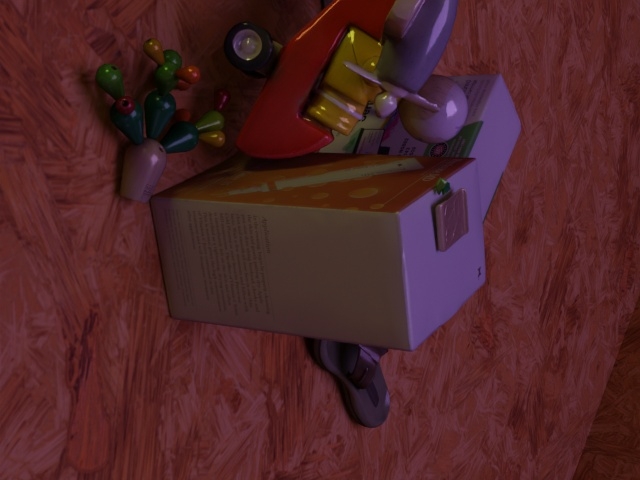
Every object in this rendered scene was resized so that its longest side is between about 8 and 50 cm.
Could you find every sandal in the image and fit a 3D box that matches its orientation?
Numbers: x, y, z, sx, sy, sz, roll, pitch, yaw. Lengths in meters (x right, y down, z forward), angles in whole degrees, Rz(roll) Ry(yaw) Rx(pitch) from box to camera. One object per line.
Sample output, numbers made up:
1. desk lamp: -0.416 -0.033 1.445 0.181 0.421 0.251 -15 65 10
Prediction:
1. sandal: 0.072 0.189 1.687 0.120 0.086 0.303 -63 142 -32

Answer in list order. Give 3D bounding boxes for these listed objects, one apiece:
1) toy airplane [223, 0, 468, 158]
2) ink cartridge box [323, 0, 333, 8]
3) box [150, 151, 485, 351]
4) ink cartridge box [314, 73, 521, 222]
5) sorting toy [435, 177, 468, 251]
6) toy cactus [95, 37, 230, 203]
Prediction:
1. toy airplane: 0.101 -0.252 1.315 0.272 0.384 0.386 51 49 -2
2. ink cartridge box: 0.098 -0.337 1.663 0.231 0.078 0.134 -31 121 -53
3. box: 0.000 0.000 1.298 0.215 0.345 0.168 -34 122 -52
4. ink cartridge box: 0.125 -0.132 1.549 0.117 0.278 0.201 58 47 -41
5. sorting toy: 0.145 -0.036 1.186 0.062 0.012 0.083 -32 122 -47
6. toy cactus: -0.183 -0.131 1.232 0.219 0.112 0.181 15 92 -68
